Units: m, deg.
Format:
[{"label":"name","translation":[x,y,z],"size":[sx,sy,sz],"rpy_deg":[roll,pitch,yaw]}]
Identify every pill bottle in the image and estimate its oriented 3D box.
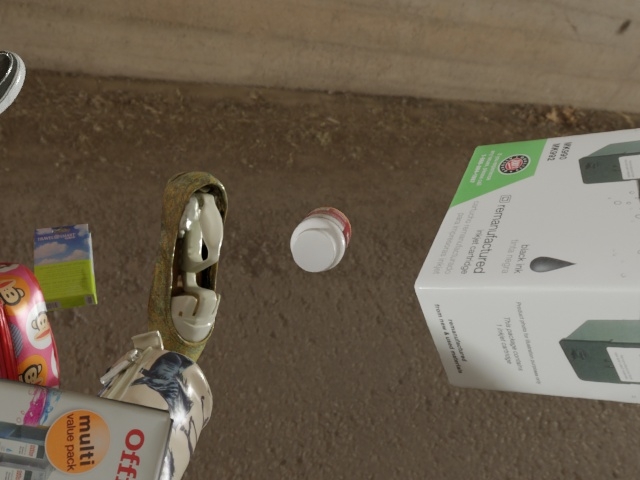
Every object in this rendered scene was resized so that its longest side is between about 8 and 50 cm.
[{"label":"pill bottle","translation":[0.000,0.000,1.020],"size":[0.086,0.086,0.152],"rpy_deg":[25,16,2]}]

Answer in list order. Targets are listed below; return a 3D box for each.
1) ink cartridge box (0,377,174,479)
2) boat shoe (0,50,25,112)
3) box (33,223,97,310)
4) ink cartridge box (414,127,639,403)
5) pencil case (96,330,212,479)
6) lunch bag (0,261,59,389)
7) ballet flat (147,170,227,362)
[{"label":"ink cartridge box","translation":[-0.191,0.154,0.400],"size":[0.176,0.127,0.128],"rpy_deg":[13,73,-11]},{"label":"boat shoe","translation":[-0.335,-0.130,0.601],"size":[0.049,0.040,0.142],"rpy_deg":[33,71,7]},{"label":"box","translation":[-0.504,0.051,1.264],"size":[0.109,0.042,0.178],"rpy_deg":[-7,52,-16]},{"label":"ink cartridge box","translation":[0.250,0.010,0.497],"size":[0.289,0.121,0.211],"rpy_deg":[-3,37,32]},{"label":"pencil case","translation":[-0.262,0.286,0.769],"size":[0.160,0.183,0.410],"rpy_deg":[-20,17,15]},{"label":"lunch bag","translation":[-0.519,0.158,0.917],"size":[0.293,0.258,0.120],"rpy_deg":[2,16,21]},{"label":"ballet flat","translation":[-0.210,0.056,1.053],"size":[0.123,0.123,0.348],"rpy_deg":[5,85,-21]}]
